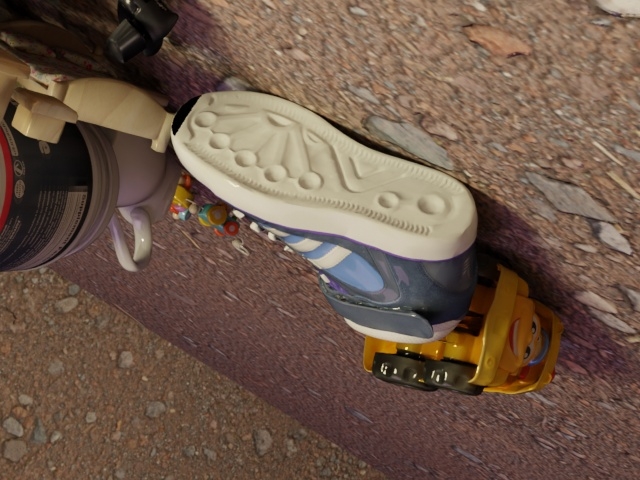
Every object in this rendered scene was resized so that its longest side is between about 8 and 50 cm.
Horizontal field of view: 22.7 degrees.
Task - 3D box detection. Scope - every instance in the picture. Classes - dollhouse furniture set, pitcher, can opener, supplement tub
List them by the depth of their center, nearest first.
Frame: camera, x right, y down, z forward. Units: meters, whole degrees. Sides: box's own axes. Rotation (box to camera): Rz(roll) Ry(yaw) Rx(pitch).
[{"bbox_3d":[-0.168,-0.201,1.462,0.059,0.073,0.186,58,178,-6],"label":"can opener"},{"bbox_3d":[-0.221,-0.196,1.517,0.355,0.174,0.303,13,-167,-39],"label":"dollhouse furniture set"},{"bbox_3d":[-0.340,-0.060,1.606,0.191,0.191,0.272,25,-169,19],"label":"supplement tub"},{"bbox_3d":[-0.232,-0.067,1.821,0.125,0.178,0.207,-4,164,14],"label":"pitcher"}]

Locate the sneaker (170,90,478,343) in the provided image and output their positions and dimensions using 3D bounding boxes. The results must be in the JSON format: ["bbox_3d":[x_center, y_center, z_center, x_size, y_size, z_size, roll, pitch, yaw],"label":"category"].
[{"bbox_3d":[0.001,0.000,1.582,0.323,0.130,0.236,21,145,13],"label":"sneaker"}]

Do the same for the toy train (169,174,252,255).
[{"bbox_3d":[-0.155,-0.045,2.074,0.166,0.046,0.125,27,169,24],"label":"toy train"}]

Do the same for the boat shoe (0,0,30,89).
[{"bbox_3d":[-0.343,-0.204,1.739,0.103,0.113,0.302,24,177,17],"label":"boat shoe"}]

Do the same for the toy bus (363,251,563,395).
[{"bbox_3d":[0.184,0.108,1.724,0.211,0.149,0.220,21,170,-28],"label":"toy bus"}]

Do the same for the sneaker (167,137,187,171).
[{"bbox_3d":[-0.115,-0.095,1.731,0.071,0.066,0.188,39,164,-33],"label":"sneaker"}]
